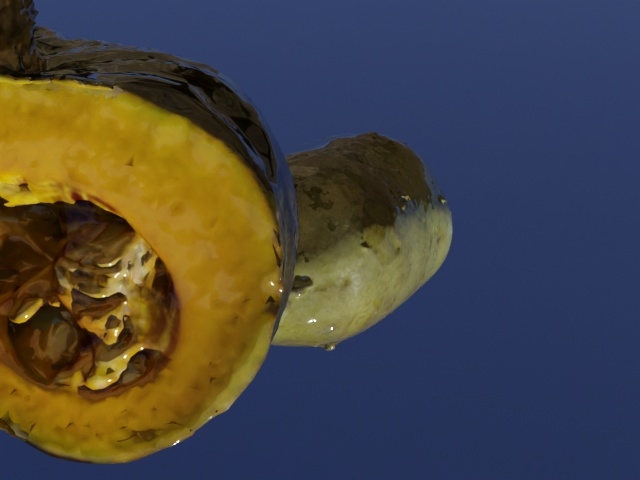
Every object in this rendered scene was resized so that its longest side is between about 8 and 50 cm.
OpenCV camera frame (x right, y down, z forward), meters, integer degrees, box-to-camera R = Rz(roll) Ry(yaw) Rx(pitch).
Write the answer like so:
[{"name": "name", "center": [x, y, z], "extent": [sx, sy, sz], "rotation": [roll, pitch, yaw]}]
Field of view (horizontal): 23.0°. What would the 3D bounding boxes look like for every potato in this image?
[{"name": "potato", "center": [0.000, 0.000, 1.387], "extent": [0.210, 0.173, 0.307], "rotation": [-9, -172, 17]}]

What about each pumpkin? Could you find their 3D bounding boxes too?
[{"name": "pumpkin", "center": [-0.166, -0.043, 0.773], "extent": [0.325, 0.242, 0.232], "rotation": [16, -163, -2]}]
